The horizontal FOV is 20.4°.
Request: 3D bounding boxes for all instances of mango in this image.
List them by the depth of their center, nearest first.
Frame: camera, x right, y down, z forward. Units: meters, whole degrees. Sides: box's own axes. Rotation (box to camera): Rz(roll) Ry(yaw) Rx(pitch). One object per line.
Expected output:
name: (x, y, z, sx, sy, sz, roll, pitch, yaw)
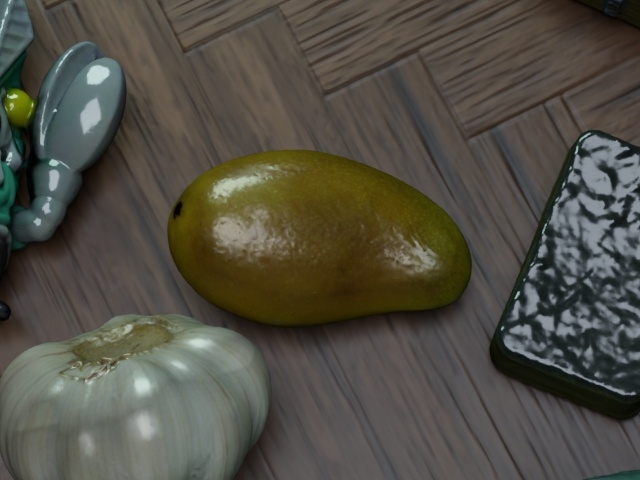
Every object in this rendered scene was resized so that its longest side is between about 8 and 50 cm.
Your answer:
mango: (0.000, 0.000, 1.322, 0.228, 0.099, 0.136, 6, 71, -5)

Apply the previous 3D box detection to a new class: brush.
brush: (0.215, 0.022, 1.325, 0.123, 0.059, 0.197, 22, 77, 6)

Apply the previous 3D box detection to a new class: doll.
doll: (-0.237, -0.078, 1.341, 0.153, 0.195, 0.258, -9, 102, 34)

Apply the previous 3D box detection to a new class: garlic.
garlic: (-0.124, 0.173, 1.262, 0.199, 0.199, 0.226, -6, 104, 0)

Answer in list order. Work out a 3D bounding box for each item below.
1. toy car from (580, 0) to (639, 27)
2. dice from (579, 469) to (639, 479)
toy car: (0.223, -0.244, 1.376, 0.257, 0.101, 0.124, 25, 81, 7)
dice: (0.136, 0.340, 1.105, 0.328, 0.330, 0.348, -13, 77, -1)
